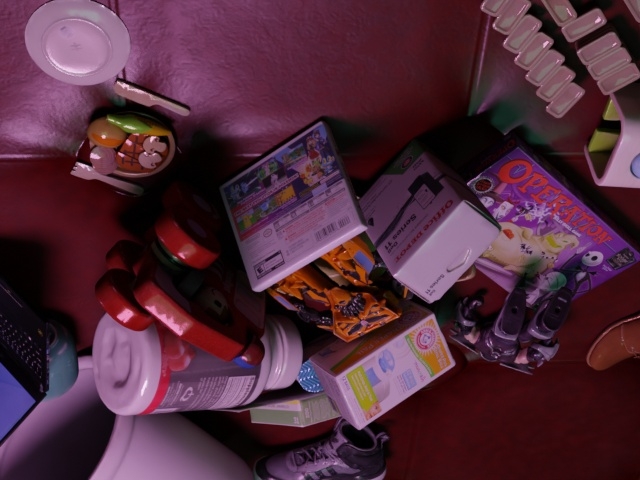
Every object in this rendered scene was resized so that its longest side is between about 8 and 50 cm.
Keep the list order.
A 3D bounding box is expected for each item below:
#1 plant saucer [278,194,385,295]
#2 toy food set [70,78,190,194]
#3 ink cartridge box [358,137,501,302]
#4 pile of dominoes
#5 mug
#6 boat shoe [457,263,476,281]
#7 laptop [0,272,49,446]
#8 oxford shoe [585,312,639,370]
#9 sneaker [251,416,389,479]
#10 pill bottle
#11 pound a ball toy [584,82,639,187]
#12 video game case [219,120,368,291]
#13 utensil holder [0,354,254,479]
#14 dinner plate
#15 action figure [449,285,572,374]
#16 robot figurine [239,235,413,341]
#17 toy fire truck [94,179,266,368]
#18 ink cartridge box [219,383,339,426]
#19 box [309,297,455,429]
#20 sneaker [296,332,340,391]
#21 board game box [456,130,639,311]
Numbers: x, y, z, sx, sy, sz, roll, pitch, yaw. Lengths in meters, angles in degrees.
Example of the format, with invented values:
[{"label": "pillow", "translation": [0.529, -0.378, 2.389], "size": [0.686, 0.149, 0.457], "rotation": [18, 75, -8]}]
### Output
[{"label": "plant saucer", "translation": [0.000, 0.000, 1.732], "size": [0.241, 0.037, 0.241], "rotation": [-3, 134, -3]}, {"label": "toy food set", "translation": [-0.278, -0.135, 1.576], "size": [0.132, 0.038, 0.192], "rotation": [19, 130, -21]}, {"label": "ink cartridge box", "translation": [0.150, -0.032, 1.569], "size": [0.087, 0.208, 0.153], "rotation": [34, 105, -31]}, {"label": "pile of dominoes", "translation": [0.345, -0.303, 1.477], "size": [0.196, 0.040, 0.251], "rotation": [-29, 122, 22]}, {"label": "mug", "translation": [-0.488, 0.194, 1.817], "size": [0.158, 0.129, 0.097], "rotation": [-6, 134, -13]}, {"label": "boat shoe", "translation": [0.205, 0.045, 1.758], "size": [0.045, 0.050, 0.135], "rotation": [17, 173, -39]}, {"label": "laptop", "translation": [-0.547, 0.173, 1.705], "size": [0.137, 0.234, 0.264], "rotation": [-31, 149, -37]}, {"label": "oxford shoe", "translation": [0.561, 0.180, 1.928], "size": [0.076, 0.076, 0.212], "rotation": [27, 129, -30]}, {"label": "sneaker", "translation": [0.003, 0.409, 2.096], "size": [0.269, 0.101, 0.153], "rotation": [-2, 134, -11]}, {"label": "pill bottle", "translation": [-0.191, 0.186, 1.757], "size": [0.319, 0.176, 0.176], "rotation": [2, 139, -40]}, {"label": "pound a ball toy", "translation": [0.558, -0.105, 1.601], "size": [0.319, 0.135, 0.208], "rotation": [4, 134, -9]}, {"label": "video game case", "translation": [-0.044, -0.049, 1.583], "size": [0.201, 0.183, 0.023], "rotation": [-31, 154, 23]}, {"label": "utensil holder", "translation": [-0.345, 0.433, 1.940], "size": [0.328, 0.327, 0.385], "rotation": [-29, 133, 22]}, {"label": "dinner plate", "translation": [-0.327, -0.263, 1.463], "size": [0.141, 0.017, 0.141], "rotation": [-2, 133, -2]}, {"label": "action figure", "translation": [0.323, 0.150, 1.825], "size": [0.185, 0.099, 0.285], "rotation": [14, 162, -4]}, {"label": "robot figurine", "translation": [0.016, 0.060, 1.707], "size": [0.211, 0.085, 0.291], "rotation": [-29, 130, 24]}, {"label": "toy fire truck", "translation": [-0.176, 0.069, 1.599], "size": [0.254, 0.302, 0.169], "rotation": [41, 103, -16]}, {"label": "ink cartridge box", "translation": [-0.080, 0.295, 1.886], "size": [0.235, 0.056, 0.171], "rotation": [-10, 180, -35]}, {"label": "box", "translation": [0.104, 0.201, 1.802], "size": [0.203, 0.103, 0.114], "rotation": [-31, 114, -17]}, {"label": "sneaker", "translation": [0.054, 0.185, 1.889], "size": [0.229, 0.092, 0.087], "rotation": [-17, 108, -14]}, {"label": "board game box", "translation": [0.335, -0.015, 1.739], "size": [0.208, 0.056, 0.347], "rotation": [-39, 125, 25]}]
